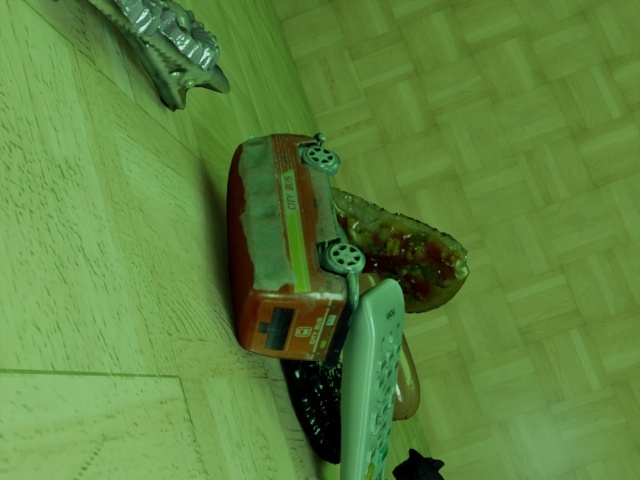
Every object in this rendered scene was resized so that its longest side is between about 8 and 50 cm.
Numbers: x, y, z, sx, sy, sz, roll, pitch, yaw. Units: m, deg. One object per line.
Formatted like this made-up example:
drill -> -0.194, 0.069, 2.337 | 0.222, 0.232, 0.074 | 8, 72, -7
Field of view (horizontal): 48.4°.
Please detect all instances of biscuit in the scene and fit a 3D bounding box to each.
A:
biscuit -> 0.001, 0.176, 0.869 | 0.194, 0.053, 0.195 | -19, 90, -83

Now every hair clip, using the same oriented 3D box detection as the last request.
hair clip -> -0.156, -0.184, 0.593 | 0.106, 0.084, 0.292 | 53, 6, 16

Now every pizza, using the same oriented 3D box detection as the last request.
pizza -> 0.084, 0.021, 1.528 | 0.406, 0.130, 0.440 | 38, -24, -8

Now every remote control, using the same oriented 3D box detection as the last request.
remote control -> 0.048, 0.190, 0.766 | 0.103, 0.051, 0.294 | -24, 119, -64

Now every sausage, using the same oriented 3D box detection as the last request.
sausage -> 0.113, 0.212, 1.429 | 0.121, 0.121, 0.305 | -22, 93, -84

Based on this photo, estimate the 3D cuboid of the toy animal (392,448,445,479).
toy animal -> 0.170, 0.460, 1.120 | 0.298, 0.122, 0.185 | -92, 159, -44

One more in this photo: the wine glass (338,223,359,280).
wine glass -> 0.000, 0.000, 1.252 | 0.093, 0.092, 0.202 | -97, 166, -65

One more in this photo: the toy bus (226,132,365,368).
toy bus -> -0.035, -0.006, 0.734 | 0.121, 0.119, 0.265 | 106, -19, -44
